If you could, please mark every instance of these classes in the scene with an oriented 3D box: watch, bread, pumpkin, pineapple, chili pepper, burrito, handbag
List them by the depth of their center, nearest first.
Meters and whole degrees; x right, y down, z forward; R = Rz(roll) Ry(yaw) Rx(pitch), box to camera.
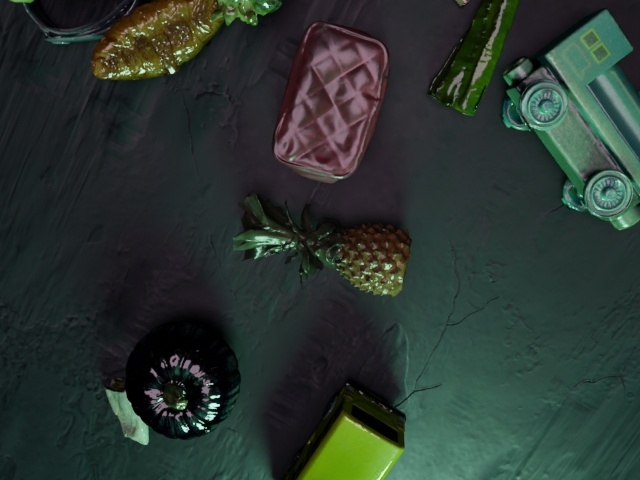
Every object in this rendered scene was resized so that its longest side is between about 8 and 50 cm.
[{"bbox_3d":[0.275,-0.354,0.950,0.084,0.076,0.359,34,104,22],"label":"chili pepper"},{"bbox_3d":[0.017,-0.200,0.966,0.146,0.135,0.225,17,98,1],"label":"handbag"},{"bbox_3d":[-0.236,-0.309,0.982,0.233,0.076,0.105,-30,127,-4],"label":"bread"},{"bbox_3d":[-0.350,-0.396,0.984,0.206,0.068,0.193,2,105,7],"label":"watch"},{"bbox_3d":[0.000,0.000,1.019,0.277,0.119,0.130,12,121,3],"label":"pineapple"},{"bbox_3d":[-0.226,0.228,1.070,0.194,0.150,0.194,-1,88,32],"label":"pumpkin"},{"bbox_3d":[-0.329,0.297,1.133,0.074,0.044,0.118,-7,106,39],"label":"burrito"}]

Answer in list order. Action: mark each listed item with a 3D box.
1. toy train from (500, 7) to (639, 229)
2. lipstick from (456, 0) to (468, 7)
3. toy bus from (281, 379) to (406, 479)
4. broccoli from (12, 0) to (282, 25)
[{"bbox_3d":[0.404,-0.169,0.954,0.194,0.120,0.298,-37,97,5],"label":"toy train"},{"bbox_3d":[0.186,-0.387,0.971,0.019,0.019,0.094,-41,97,11],"label":"lipstick"},{"bbox_3d":[0.023,0.381,1.076,0.128,0.150,0.262,31,103,-1],"label":"toy bus"},{"bbox_3d":[-0.247,-0.487,0.861,0.396,0.275,0.353,-3,68,4],"label":"broccoli"}]
